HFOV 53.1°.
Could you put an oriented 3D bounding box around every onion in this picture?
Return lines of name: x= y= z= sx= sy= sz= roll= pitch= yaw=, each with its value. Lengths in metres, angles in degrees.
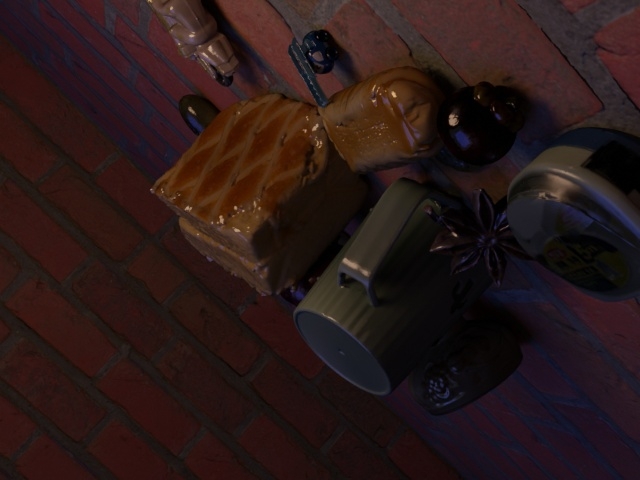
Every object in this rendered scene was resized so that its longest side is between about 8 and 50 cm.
onion: x=0.014 y=0.098 z=1.605 sx=0.246 sy=0.190 sz=0.246 roll=18 pitch=179 yaw=0

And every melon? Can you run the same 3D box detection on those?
melon: x=-0.343 y=-0.356 z=1.860 sx=0.162 sy=0.099 sz=0.099 roll=47 pitch=162 yaw=-18

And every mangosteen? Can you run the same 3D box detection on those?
mangosteen: x=0.249 y=-0.182 z=0.973 sx=0.140 sy=0.140 sz=0.140 roll=38 pitch=162 yaw=14

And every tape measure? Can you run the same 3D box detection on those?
tape measure: x=0.408 y=-0.033 z=0.938 sx=0.262 sy=0.138 sz=0.259 roll=41 pitch=162 yaw=5

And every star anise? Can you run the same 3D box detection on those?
star anise: x=0.295 y=-0.019 z=1.183 sx=0.262 sy=0.081 sz=0.230 roll=23 pitch=133 yaw=-15

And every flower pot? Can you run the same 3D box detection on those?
flower pot: x=0.322 y=0.266 z=1.616 sx=0.244 sy=0.307 sz=0.307 roll=55 pitch=163 yaw=5

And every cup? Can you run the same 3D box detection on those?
cup: x=0.142 y=0.068 z=1.360 sx=0.310 sy=0.392 sz=0.401 roll=8 pitch=137 yaw=52

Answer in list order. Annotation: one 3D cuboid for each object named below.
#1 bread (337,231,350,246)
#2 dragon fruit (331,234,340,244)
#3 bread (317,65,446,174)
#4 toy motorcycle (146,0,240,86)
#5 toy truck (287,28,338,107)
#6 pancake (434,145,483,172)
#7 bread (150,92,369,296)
bread: x=0.000 y=0.000 z=1.938 sx=0.178 sy=0.060 sz=0.139 roll=40 pitch=119 yaw=5
dragon fruit: x=-0.031 y=-0.075 z=1.739 sx=0.188 sy=0.182 sz=0.182 roll=26 pitch=157 yaw=38
bread: x=0.119 y=-0.212 z=1.145 sx=0.173 sy=0.121 sz=0.311 roll=60 pitch=158 yaw=-14
toy motorcycle: x=-0.299 y=-0.494 z=1.412 sx=0.341 sy=0.108 sz=0.223 roll=51 pitch=168 yaw=-6
toy truck: x=0.000 y=-0.320 z=1.190 sx=0.136 sy=0.074 sz=0.063 roll=60 pitch=161 yaw=2
pancake: x=0.239 y=-0.169 z=1.165 sx=0.129 sy=0.022 sz=0.116 roll=41 pitch=163 yaw=1
bread: x=-0.137 y=-0.116 z=1.518 sx=0.371 sy=0.390 sz=0.279 roll=28 pitch=163 yaw=41
